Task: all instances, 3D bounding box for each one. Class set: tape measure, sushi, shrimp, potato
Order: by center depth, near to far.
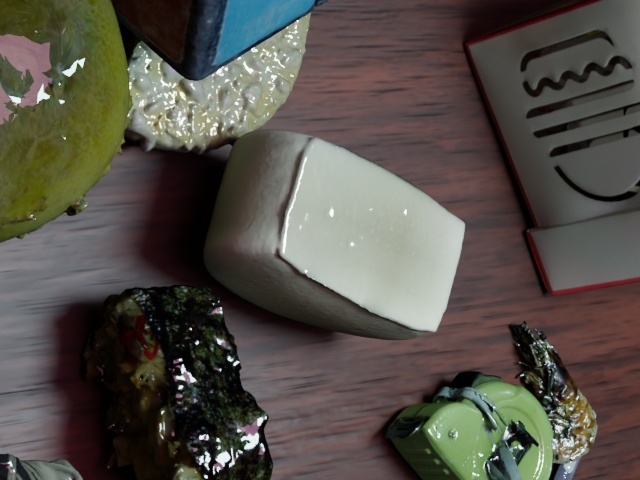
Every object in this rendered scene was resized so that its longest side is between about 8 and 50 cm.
[{"bbox_3d":[-0.321,-0.100,1.482,0.359,0.219,0.269,-35,96,-27],"label":"potato"},{"bbox_3d":[-0.133,0.148,1.649,0.115,0.147,0.212,-11,74,-31],"label":"sushi"},{"bbox_3d":[0.167,0.214,1.889,0.154,0.087,0.177,-47,114,-32],"label":"tape measure"},{"bbox_3d":[0.236,0.164,1.973,0.091,0.034,0.161,-32,99,-26],"label":"shrimp"}]

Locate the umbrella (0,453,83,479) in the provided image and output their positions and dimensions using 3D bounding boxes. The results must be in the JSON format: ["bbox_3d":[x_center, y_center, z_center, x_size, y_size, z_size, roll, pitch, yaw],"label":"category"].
[{"bbox_3d":[-0.346,0.218,1.483,0.358,0.106,0.113,10,82,-38],"label":"umbrella"}]

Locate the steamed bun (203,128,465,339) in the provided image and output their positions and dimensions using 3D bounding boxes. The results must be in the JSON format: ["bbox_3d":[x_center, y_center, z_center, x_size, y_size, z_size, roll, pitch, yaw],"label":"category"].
[{"bbox_3d":[0.000,0.000,1.738,0.242,0.164,0.146,27,71,-38],"label":"steamed bun"}]

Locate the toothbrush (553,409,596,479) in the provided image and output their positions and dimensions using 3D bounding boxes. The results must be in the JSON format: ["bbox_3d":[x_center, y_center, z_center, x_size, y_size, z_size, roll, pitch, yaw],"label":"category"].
[{"bbox_3d":[0.236,0.300,1.969,0.024,0.026,0.288,33,64,-14],"label":"toothbrush"}]

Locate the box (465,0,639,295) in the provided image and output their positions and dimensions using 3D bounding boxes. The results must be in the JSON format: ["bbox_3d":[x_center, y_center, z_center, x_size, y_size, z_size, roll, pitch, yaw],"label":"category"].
[{"bbox_3d":[0.391,-0.145,1.958,0.312,0.314,0.300,-26,98,-36],"label":"box"}]

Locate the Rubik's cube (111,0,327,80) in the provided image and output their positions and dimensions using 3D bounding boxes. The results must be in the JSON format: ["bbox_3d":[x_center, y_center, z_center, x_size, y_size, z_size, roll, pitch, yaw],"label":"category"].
[{"bbox_3d":[-0.084,-0.382,1.559,0.313,0.316,0.318,41,55,18],"label":"Rubik's cube"}]

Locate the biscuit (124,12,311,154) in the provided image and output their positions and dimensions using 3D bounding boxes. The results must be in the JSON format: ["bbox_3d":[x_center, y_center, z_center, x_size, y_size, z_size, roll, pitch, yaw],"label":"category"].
[{"bbox_3d":[-0.097,-0.181,1.740,0.179,0.084,0.281,47,62,-28],"label":"biscuit"}]
